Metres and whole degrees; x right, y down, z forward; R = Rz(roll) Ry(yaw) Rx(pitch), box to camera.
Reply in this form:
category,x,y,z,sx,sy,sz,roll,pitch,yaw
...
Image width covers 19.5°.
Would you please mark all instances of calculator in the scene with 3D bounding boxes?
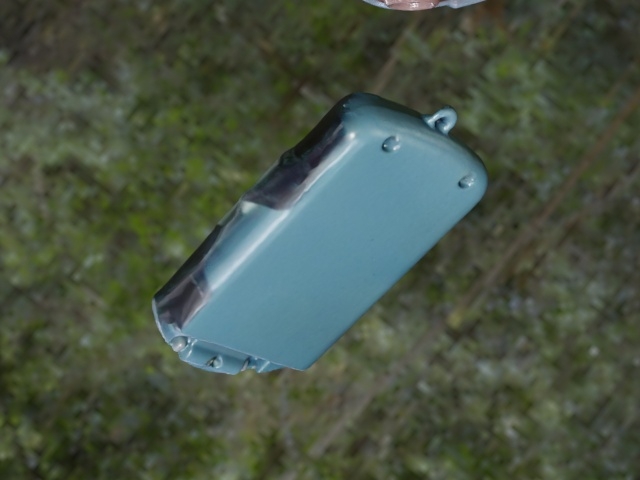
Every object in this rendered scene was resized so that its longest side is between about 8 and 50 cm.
category,x,y,z,sx,sy,sz,roll,pitch,yaw
calculator,0.000,0.000,1.415,0.173,0.293,0.051,23,-150,-44

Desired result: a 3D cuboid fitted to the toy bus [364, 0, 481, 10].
category,x,y,z,sx,sy,sz,roll,pitch,yaw
toy bus,0.075,-0.277,1.062,0.232,0.197,0.294,-147,38,-73
